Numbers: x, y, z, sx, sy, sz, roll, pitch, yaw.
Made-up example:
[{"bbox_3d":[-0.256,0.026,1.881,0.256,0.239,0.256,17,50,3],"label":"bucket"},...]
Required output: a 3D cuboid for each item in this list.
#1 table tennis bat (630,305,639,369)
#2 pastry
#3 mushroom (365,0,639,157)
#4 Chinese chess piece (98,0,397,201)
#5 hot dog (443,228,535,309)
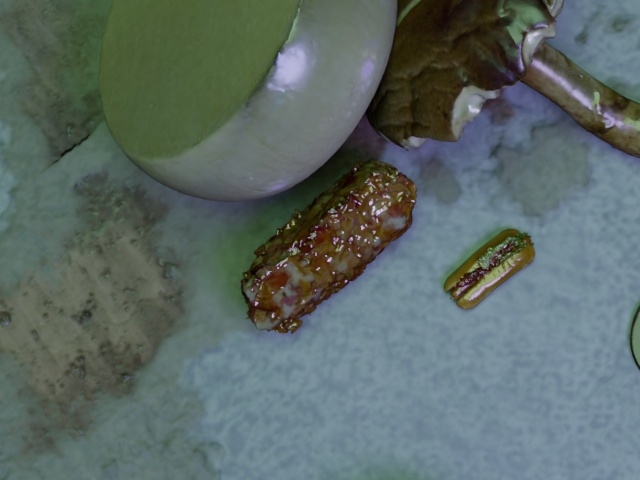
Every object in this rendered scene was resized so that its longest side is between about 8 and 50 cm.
[{"bbox_3d":[0.319,0.087,1.258,0.158,0.014,0.095,18,77,14],"label":"table tennis bat"},{"bbox_3d":[0.001,0.002,1.288,0.169,0.087,0.063,-39,41,-4],"label":"pastry"},{"bbox_3d":[0.167,-0.118,1.262,0.302,0.208,0.233,52,127,6],"label":"mushroom"},{"bbox_3d":[-0.060,-0.162,1.262,0.273,0.102,0.273,-21,59,41],"label":"Chinese chess piece"},{"bbox_3d":[0.136,0.021,1.294,0.083,0.021,0.037,-42,75,-3],"label":"hot dog"}]
